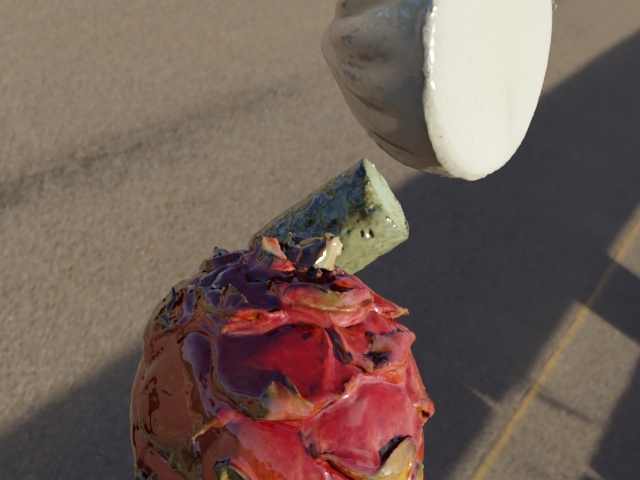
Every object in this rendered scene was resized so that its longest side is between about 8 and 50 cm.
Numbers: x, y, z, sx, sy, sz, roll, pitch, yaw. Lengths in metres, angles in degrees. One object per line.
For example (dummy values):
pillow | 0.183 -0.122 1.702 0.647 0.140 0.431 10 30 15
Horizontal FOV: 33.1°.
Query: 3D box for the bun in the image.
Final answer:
bun | 0.086 -0.188 0.967 0.175 0.263 0.263 9 14 31

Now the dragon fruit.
dragon fruit | -0.034 0.161 0.984 0.277 0.343 0.277 0 -5 0

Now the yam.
yam | 0.000 0.000 1.259 0.107 0.194 0.107 51 17 -22
